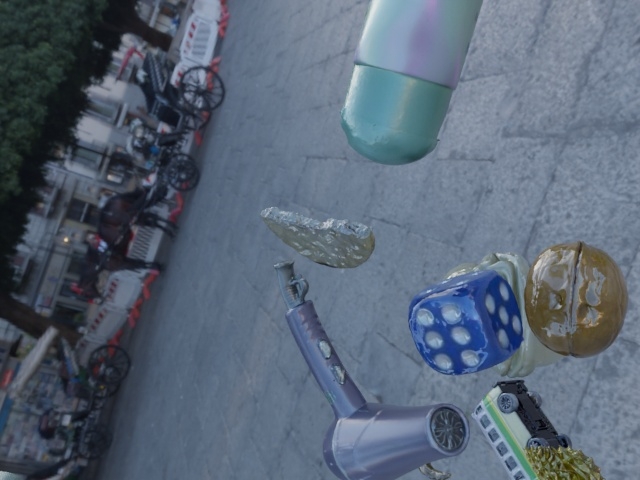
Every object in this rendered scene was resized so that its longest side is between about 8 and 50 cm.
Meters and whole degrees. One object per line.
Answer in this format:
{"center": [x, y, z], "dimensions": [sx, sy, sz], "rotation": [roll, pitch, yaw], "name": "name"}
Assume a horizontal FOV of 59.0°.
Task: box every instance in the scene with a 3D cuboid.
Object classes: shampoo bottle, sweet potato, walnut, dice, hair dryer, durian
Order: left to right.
{"center": [0.030, 0.180, 0.813], "dimensions": [0.361, 0.121, 0.301], "rotation": [58, 147, 9], "name": "hair dryer"}
{"center": [0.128, -0.274, 0.765], "dimensions": [0.222, 0.151, 0.349], "rotation": [-68, -6, -75], "name": "shampoo bottle"}
{"center": [0.235, 0.500, 1.266], "dimensions": [0.041, 0.038, 0.153], "rotation": [-50, 20, -8], "name": "sweet potato"}
{"center": [0.240, 0.133, 0.942], "dimensions": [0.146, 0.146, 0.143], "rotation": [-22, 91, 41], "name": "dice"}
{"center": [0.586, 0.580, 1.358], "dimensions": [0.132, 0.165, 0.182], "rotation": [106, 164, -54], "name": "durian"}
{"center": [0.446, 0.103, 0.994], "dimensions": [0.167, 0.167, 0.207], "rotation": [-169, 80, -68], "name": "walnut"}

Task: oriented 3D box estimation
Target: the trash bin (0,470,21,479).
{"center": [-0.426, 0.374, 0.695], "dimensions": [0.130, 0.059, 0.116], "rotation": [-85, 1, -74], "name": "trash bin"}

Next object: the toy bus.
{"center": [0.583, 0.572, 1.620], "dimensions": [0.179, 0.143, 0.305], "rotation": [-56, 45, 31], "name": "toy bus"}

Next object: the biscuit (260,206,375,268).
{"center": [0.004, 0.003, 1.101], "dimensions": [0.250, 0.133, 0.032], "rotation": [11, 53, 32], "name": "biscuit"}

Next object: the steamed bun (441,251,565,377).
{"center": [0.424, 0.208, 1.392], "dimensions": [0.219, 0.324, 0.310], "rotation": [-36, -4, -32], "name": "steamed bun"}
